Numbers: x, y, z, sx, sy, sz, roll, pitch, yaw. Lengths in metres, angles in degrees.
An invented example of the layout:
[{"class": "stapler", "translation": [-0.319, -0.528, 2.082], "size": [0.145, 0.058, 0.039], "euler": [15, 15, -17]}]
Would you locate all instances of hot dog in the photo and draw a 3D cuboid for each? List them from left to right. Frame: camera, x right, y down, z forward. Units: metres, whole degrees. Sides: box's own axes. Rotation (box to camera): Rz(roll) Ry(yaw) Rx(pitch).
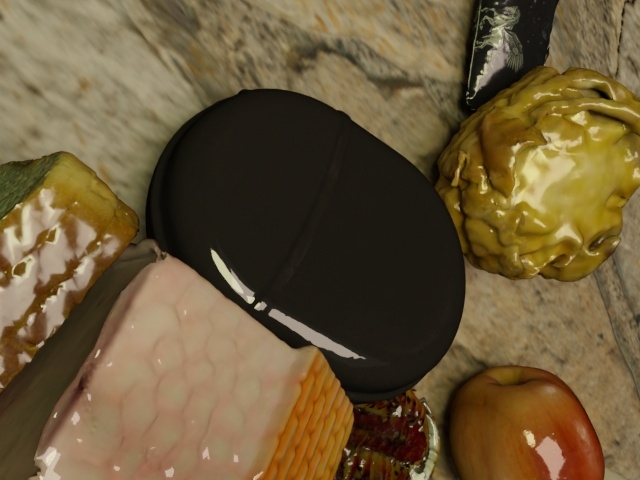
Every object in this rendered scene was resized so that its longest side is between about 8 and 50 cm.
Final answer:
[{"class": "hot dog", "translation": [0.030, 0.188, 0.698], "size": [0.270, 0.082, 0.162], "euler": [46, 71, -32]}]

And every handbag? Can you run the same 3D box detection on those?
[{"class": "handbag", "translation": [0.001, 0.000, 0.594], "size": [0.308, 0.093, 0.253], "euler": [33, 58, -21]}]

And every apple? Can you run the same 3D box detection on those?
[{"class": "apple", "translation": [0.237, 0.236, 0.801], "size": [0.199, 0.199, 0.199], "euler": [-5, 99, -35]}]

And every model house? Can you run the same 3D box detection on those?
[{"class": "model house", "translation": [-0.122, 0.158, 0.468], "size": [0.237, 0.237, 0.202], "euler": [41, 51, -29]}]

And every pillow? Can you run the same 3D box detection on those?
[{"class": "pillow", "translation": [0.226, -0.245, 0.794], "size": [0.141, 0.055, 0.208], "euler": [8, 94, -34]}]

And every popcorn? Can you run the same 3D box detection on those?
[{"class": "popcorn", "translation": [0.239, -0.063, 0.743], "size": [0.250, 0.190, 0.250], "euler": [-15, 129, -19]}]

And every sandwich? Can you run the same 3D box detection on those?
[{"class": "sandwich", "translation": [-0.218, 0.029, 0.416], "size": [0.186, 0.215, 0.065], "euler": [-51, 120, -20]}]

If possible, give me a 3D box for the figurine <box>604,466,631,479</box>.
[{"class": "figurine", "translation": [0.349, 0.423, 0.937], "size": [0.155, 0.127, 0.235], "euler": [34, 81, -44]}]
